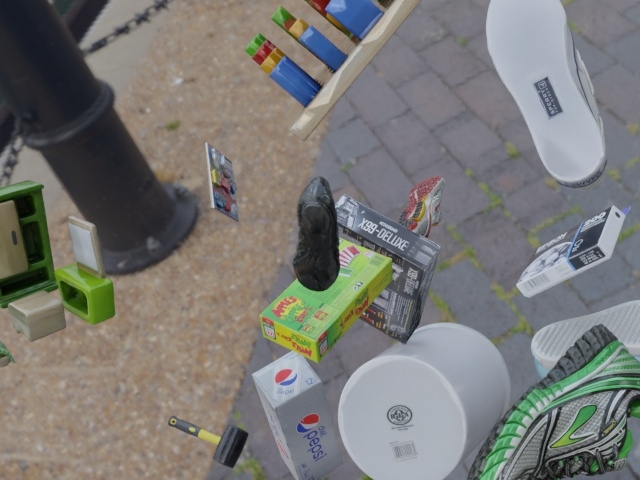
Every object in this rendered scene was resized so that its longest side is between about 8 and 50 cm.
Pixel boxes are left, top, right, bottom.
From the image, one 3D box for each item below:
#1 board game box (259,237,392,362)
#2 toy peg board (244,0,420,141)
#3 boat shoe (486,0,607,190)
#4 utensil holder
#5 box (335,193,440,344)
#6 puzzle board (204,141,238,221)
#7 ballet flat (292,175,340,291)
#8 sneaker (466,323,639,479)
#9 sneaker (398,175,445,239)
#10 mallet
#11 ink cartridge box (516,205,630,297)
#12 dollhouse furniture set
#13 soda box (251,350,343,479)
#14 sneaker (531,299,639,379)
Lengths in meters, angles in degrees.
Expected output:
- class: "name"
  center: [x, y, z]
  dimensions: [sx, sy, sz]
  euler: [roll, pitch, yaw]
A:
- class: "board game box"
  center: [0.011, 0.076, 1.180]
  dimensions: [0.092, 0.043, 0.181]
  euler: [22, 48, 30]
- class: "toy peg board"
  center: [0.006, -0.173, 0.696]
  dimensions: [0.161, 0.079, 0.161]
  euler: [-50, 10, 9]
- class: "boat shoe"
  center: [0.272, -0.182, 1.025]
  dimensions: [0.096, 0.088, 0.268]
  euler: [-26, 70, 19]
- class: "utensil holder"
  center: [0.251, 0.382, 2.076]
  dimensions: [0.327, 0.328, 0.385]
  euler: [-2, 2, 25]
- class: "box"
  center: [0.120, 0.070, 1.923]
  dimensions: [0.242, 0.307, 0.076]
  euler: [28, 56, 18]
- class: "puzzle board"
  center: [-0.142, -0.083, 1.285]
  dimensions: [0.011, 0.128, 0.097]
  euler: [-8, 81, 9]
- class: "ballet flat"
  center: [0.000, 0.000, 1.004]
  dimensions: [0.057, 0.173, 0.049]
  euler: [12, 50, 6]
- class: "sneaker"
  center: [0.308, 0.248, 1.096]
  dimensions: [0.343, 0.134, 0.146]
  euler: [-37, 65, -26]
- class: "sneaker"
  center: [0.281, -0.086, 2.338]
  dimensions: [0.088, 0.093, 0.225]
  euler: [-11, 38, 44]
- class: "mallet"
  center: [-0.191, 0.321, 1.405]
  dimensions: [0.189, 0.039, 0.062]
  euler: [-3, 60, 44]
- class: "ink cartridge box"
  center: [0.516, 0.010, 1.777]
  dimensions: [0.206, 0.045, 0.208]
  euler: [-35, 8, 42]
- class: "dollhouse furniture set"
  center: [-0.430, 0.053, 1.051]
  dimensions: [0.301, 0.151, 0.197]
  euler: [-23, 29, -38]
- class: "soda box"
  center: [-0.037, 0.328, 1.585]
  dimensions: [0.098, 0.286, 0.091]
  euler: [-29, 48, -15]
- class: "sneaker"
  center: [0.625, 0.225, 1.820]
  dimensions: [0.365, 0.150, 0.135]
  euler: [-8, 46, 10]
